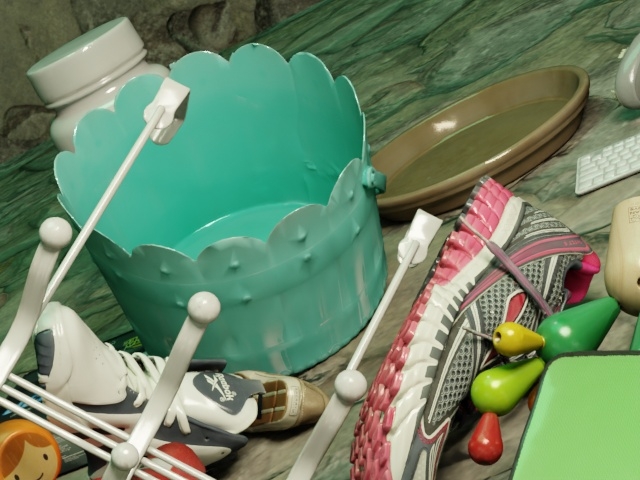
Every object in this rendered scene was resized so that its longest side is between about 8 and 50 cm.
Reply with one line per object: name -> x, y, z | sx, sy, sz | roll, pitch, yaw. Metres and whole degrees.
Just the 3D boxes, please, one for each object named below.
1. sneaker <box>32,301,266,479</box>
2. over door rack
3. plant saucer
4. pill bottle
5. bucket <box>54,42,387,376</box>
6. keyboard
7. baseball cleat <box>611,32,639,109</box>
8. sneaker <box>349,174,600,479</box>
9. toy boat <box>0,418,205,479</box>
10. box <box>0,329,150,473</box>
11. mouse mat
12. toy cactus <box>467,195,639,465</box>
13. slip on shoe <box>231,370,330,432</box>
sneaker -> -0.123, 0.112, 1.227 | 0.153, 0.235, 0.094 | -17, 43, -2
over door rack -> -0.071, 0.036, 1.115 | 0.324, 0.240, 0.108 | -61, -1, -37
plant saucer -> 0.156, -0.097, 1.670 | 0.278, 0.041, 0.278 | -26, 17, 9
pill bottle -> -0.213, -0.105, 1.878 | 0.160, 0.283, 0.160 | -26, 16, 8
bucket -> -0.074, -0.021, 1.409 | 0.281, 0.183, 0.281 | -9, 42, 8
keyboard -> 0.342, -0.103, 1.415 | 0.256, 0.014, 0.072 | -23, 17, 22
baseball cleat -> 0.373, -0.192, 1.539 | 0.206, 0.072, 0.109 | -40, 25, -22
sneaker -> 0.109, 0.075, 1.109 | 0.299, 0.112, 0.121 | -59, -5, -40
toy boat -> -0.190, 0.194, 1.154 | 0.231, 0.151, 0.151 | -20, 18, 29
box -> -0.211, 0.150, 1.512 | 0.220, 0.051, 0.175 | -22, 17, 22
mouse mat -> 0.156, 0.139, 0.835 | 0.153, 0.007, 0.189 | -4, 55, 43
toy cactus -> 0.191, 0.051, 0.961 | 0.219, 0.112, 0.180 | -15, 52, 23
slip on shoe -> -0.037, 0.130, 1.304 | 0.041, 0.051, 0.135 | 8, -11, -26
